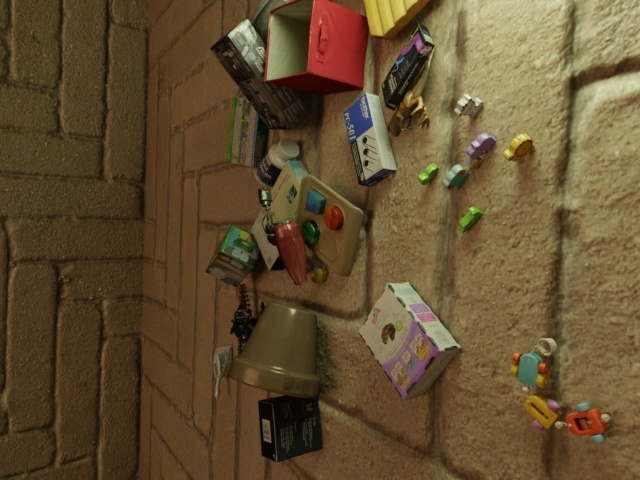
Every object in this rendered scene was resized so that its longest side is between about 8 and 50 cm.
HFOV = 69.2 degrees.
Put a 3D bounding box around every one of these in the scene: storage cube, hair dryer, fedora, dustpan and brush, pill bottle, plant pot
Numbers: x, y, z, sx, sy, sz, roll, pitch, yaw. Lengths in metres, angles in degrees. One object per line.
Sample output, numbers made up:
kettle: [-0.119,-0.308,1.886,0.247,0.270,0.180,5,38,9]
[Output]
storage cube: [-0.010,-0.494,1.202,0.215,0.193,0.183,14,101,50]
hair dryer: [-0.102,-0.001,1.361,0.223,0.080,0.293,92,156,-61]
fedora: [-0.094,-0.622,1.362,0.124,0.244,0.275,50,142,3]
dustpan and brush: [-0.406,0.535,1.887,0.147,0.060,0.211,-23,70,53]
pill bottle: [-0.137,-0.250,1.480,0.169,0.094,0.094,-40,58,48]
plant pot: [-0.108,0.304,1.328,0.263,0.263,0.229,0,72,55]

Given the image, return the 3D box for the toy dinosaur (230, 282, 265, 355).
toy dinosaur: [-0.253,0.311,1.606,0.321,0.164,0.218,56,152,14]

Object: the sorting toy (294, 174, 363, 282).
sorting toy: [0.000,0.000,1.277,0.229,0.041,0.307,38,130,37]

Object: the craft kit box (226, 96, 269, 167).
craft kit box: [-0.269,-0.399,1.713,0.247,0.061,0.249,21,106,51]

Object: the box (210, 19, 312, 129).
box: [-0.179,-0.469,1.361,0.076,0.307,0.242,-42,25,-10]

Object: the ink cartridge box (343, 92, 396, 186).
ink cartridge box: [0.120,-0.248,1.151,0.097,0.046,0.206,-30,65,50]

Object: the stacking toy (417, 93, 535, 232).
stacking toy: [0.286,-0.151,0.904,0.167,0.052,0.221,60,136,37]

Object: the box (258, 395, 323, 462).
box: [-0.087,0.531,1.337,0.093,0.158,0.155,-17,75,53]

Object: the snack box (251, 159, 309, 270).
snack box: [-0.113,-0.073,1.471,0.322,0.060,0.187,-56,49,39]

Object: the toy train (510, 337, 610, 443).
toy train: [0.389,0.245,0.756,0.125,0.046,0.166,-45,57,44]

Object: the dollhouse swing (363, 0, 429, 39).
dollhouse swing: [0.105,-0.678,0.988,0.347,0.315,0.304,-32,43,50]

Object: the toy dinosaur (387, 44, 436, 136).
toy dinosaur: [0.203,-0.311,1.018,0.211,0.064,0.112,-58,44,36]

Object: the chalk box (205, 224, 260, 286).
chalk box: [-0.292,0.044,1.629,0.213,0.132,0.132,-44,23,45]

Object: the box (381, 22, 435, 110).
box: [0.189,-0.384,1.028,0.116,0.029,0.162,-88,23,-49]

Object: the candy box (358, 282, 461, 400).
candy box: [0.188,0.217,1.023,0.196,0.070,0.164,55,132,39]
